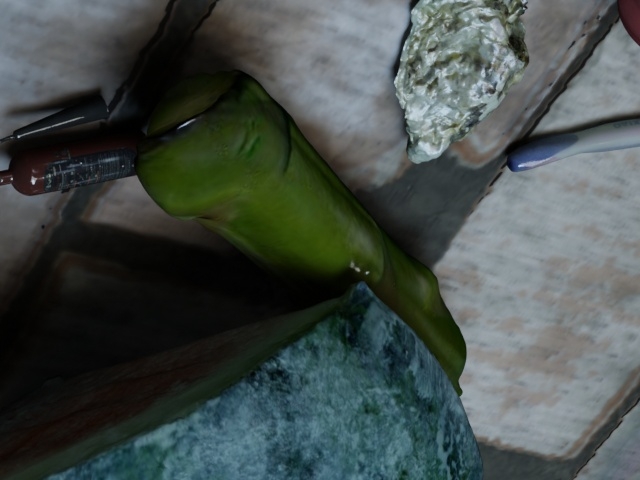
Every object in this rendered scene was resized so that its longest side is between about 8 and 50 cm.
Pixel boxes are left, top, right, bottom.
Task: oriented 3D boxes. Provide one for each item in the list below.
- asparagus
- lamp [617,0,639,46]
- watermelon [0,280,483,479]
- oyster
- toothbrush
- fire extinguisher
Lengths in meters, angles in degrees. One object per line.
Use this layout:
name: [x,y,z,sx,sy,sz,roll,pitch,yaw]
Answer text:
asparagus: [-0.001,0.001,0.957,0.082,0.085,0.343,-47,141,1]
lamp: [0.212,-0.146,0.926,0.107,0.092,0.107,-36,168,-9]
watermelon: [-0.107,0.169,0.953,0.387,0.258,0.228,-35,113,-19]
oyster: [0.078,-0.098,0.938,0.098,0.037,0.100,-30,136,-1]
toothbrush: [0.237,-0.069,1.061,0.269,0.021,0.027,-10,120,-21]
fire extinguisher: [-0.136,-0.048,0.875,0.100,0.032,0.046,-12,144,-27]
